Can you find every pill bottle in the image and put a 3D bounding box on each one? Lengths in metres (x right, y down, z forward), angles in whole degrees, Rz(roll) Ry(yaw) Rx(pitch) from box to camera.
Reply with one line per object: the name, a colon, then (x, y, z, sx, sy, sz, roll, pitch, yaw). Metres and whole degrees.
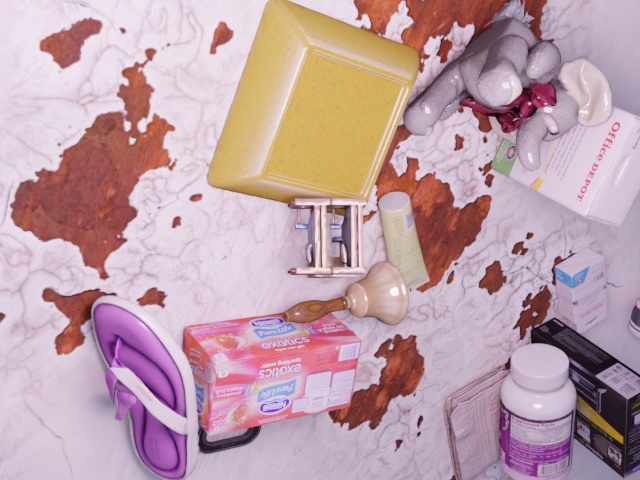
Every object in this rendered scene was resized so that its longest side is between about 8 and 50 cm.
pill bottle: (0.488, 0.389, 2.044, 0.169, 0.169, 0.301, -19, 121, -24)

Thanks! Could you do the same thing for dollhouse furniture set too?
dollhouse furniture set: (0.000, 0.000, 1.612, 0.129, 0.184, 0.129, 0, 86, -10)

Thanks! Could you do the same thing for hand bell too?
hand bell: (0.033, 0.120, 1.682, 0.242, 0.126, 0.126, -10, 119, -35)

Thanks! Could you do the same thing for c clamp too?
c clamp: (-0.166, 0.348, 1.754, 0.161, 0.022, 0.137, -12, 124, -29)

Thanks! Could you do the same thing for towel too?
towel: (0.385, 0.437, 2.136, 0.187, 0.049, 0.282, -27, 125, -18)

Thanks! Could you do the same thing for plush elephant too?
plush elephant: (0.356, -0.250, 1.622, 0.255, 0.272, 0.330, 47, 55, -17)

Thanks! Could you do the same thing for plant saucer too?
plant saucer: (0.012, -0.203, 1.550, 0.333, 0.081, 0.333, 11, 106, -36)

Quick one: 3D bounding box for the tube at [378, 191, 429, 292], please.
tube: (0.160, 0.014, 1.775, 0.070, 0.062, 0.240, -2, 131, 17)

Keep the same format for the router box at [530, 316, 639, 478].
router box: (0.613, 0.354, 2.073, 0.081, 0.309, 0.243, -24, 125, -20)

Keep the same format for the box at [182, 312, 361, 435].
box: (-0.092, 0.234, 1.662, 0.300, 0.142, 0.154, -6, 116, -31)

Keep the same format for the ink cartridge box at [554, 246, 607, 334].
ink cartridge box: (0.608, 0.120, 2.111, 0.104, 0.060, 0.180, -28, 125, -20)

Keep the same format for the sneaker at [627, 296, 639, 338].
sneaker: (0.932, 0.167, 2.303, 0.321, 0.126, 0.127, -8, 123, -28)

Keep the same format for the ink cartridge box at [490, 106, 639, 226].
ink cartridge box: (0.490, -0.173, 1.745, 0.117, 0.278, 0.201, 14, 106, -36)

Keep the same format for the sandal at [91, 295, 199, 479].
sandal: (-0.293, 0.276, 1.528, 0.102, 0.169, 0.416, -57, 144, -47)
